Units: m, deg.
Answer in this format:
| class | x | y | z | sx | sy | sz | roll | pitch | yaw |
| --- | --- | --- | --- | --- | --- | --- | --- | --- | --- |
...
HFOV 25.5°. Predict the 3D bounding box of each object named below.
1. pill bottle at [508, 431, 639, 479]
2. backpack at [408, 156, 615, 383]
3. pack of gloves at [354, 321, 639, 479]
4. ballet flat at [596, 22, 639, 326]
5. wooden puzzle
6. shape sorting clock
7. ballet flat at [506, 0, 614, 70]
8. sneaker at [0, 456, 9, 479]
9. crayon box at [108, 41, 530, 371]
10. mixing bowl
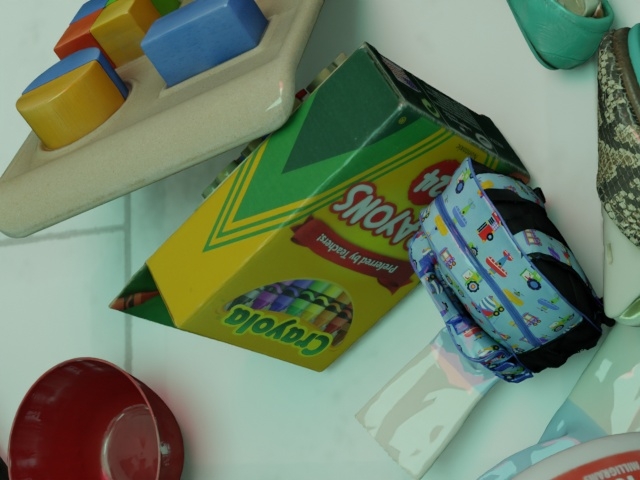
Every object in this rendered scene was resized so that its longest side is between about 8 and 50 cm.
| class | x | y | z | sx | sy | sz | roll | pitch | yaw |
| --- | --- | --- | --- | --- | --- | --- | --- | --- | --- |
| pill bottle | 0.247 | 0.329 | 0.955 | 0.210 | 0.210 | 0.363 | -40 | 47 | 20 |
| backpack | 0.138 | 0.021 | 1.109 | 0.117 | 0.173 | 0.158 | -34 | 65 | 13 |
| pack of gloves | 0.174 | 0.131 | 1.186 | 0.232 | 0.046 | 0.195 | -49 | 61 | 5 |
| ballet flat | 0.321 | 0.059 | 1.046 | 0.482 | 0.164 | 0.182 | 53 | 123 | 22 |
| wooden puzzle | -0.141 | -0.182 | 1.279 | 0.322 | 0.080 | 0.347 | -20 | 34 | 26 |
| shape sorting clock | -0.038 | -0.098 | 1.247 | 0.040 | 0.206 | 0.206 | 44 | 107 | 0 |
| ballet flat | 0.165 | -0.260 | 1.179 | 0.087 | 0.083 | 0.247 | -35 | 88 | 42 |
| sneaker | -0.428 | 0.243 | 1.470 | 0.178 | 0.124 | 0.295 | -39 | 67 | 10 |
| crayon box | 0.000 | 0.000 | 1.200 | 0.318 | 0.202 | 0.081 | -44 | 54 | 19 |
| mixing bowl | -0.198 | 0.204 | 1.349 | 0.181 | 0.098 | 0.181 | -4 | 81 | 29 |
